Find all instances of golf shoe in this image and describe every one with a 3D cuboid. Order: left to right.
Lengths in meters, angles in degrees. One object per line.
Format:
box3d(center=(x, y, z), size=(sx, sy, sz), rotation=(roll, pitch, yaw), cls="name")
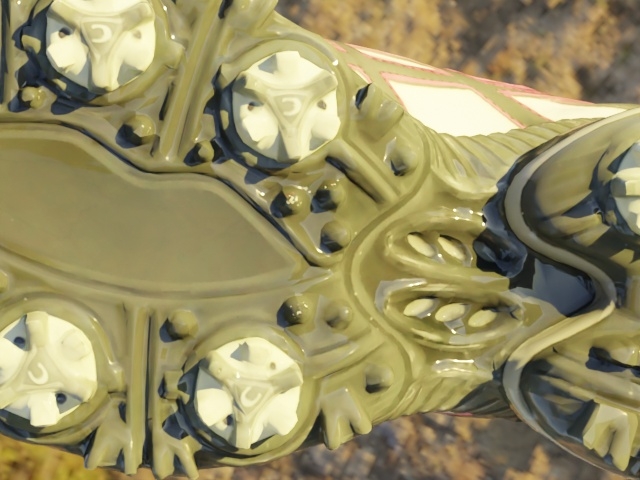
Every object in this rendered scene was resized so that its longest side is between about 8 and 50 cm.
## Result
box3d(center=(0.000, 0.000, 0.381), size=(0.120, 0.272, 0.105), rotation=(-154, 76, -79), cls="golf shoe")
